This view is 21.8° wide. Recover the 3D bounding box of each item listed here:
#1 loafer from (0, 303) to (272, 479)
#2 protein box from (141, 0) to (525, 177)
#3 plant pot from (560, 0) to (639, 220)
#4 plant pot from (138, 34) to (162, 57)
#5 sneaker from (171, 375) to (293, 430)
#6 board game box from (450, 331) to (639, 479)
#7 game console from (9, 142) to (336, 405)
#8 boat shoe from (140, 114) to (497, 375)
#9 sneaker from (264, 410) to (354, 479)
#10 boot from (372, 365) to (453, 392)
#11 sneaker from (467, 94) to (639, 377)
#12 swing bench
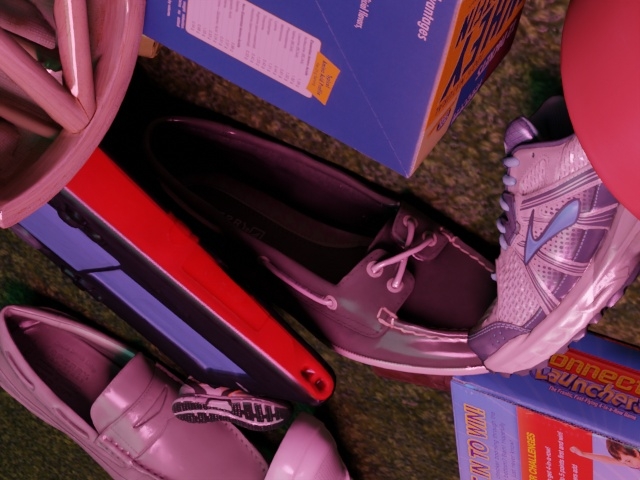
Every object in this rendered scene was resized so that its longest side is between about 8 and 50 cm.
[{"bbox_3d":[-0.179,0.162,1.552,0.319,0.112,0.111,27,153,16],"label":"loafer"},{"bbox_3d":[0.015,-0.182,0.960,0.201,0.136,0.200,29,144,12],"label":"protein box"},{"bbox_3d":[0.250,-0.108,0.752,0.275,0.275,0.243,41,157,-5],"label":"plant pot"},{"bbox_3d":[-0.146,-0.167,1.182,0.079,0.083,0.083,22,144,2],"label":"plant pot"},{"bbox_3d":[-0.078,0.143,1.503,0.109,0.043,0.040,8,133,4],"label":"sneaker"},{"bbox_3d":[0.259,0.220,1.253,0.302,0.086,0.308,19,141,25],"label":"board game box"},{"bbox_3d":[-0.167,0.008,1.296,0.342,0.060,0.386,45,167,-10],"label":"game console"},{"bbox_3d":[0.000,0.000,1.208,0.335,0.112,0.095,22,147,26],"label":"boat shoe"},{"bbox_3d":[0.036,0.264,1.497,0.169,0.108,0.292,24,153,16],"label":"sneaker"},{"bbox_3d":[0.082,0.084,1.302,0.114,0.037,0.106,20,140,31],"label":"boot"},{"bbox_3d":[0.162,-0.027,1.045,0.122,0.110,0.283,42,132,6],"label":"sneaker"},{"bbox_3d":[-0.252,-0.178,0.986,0.253,0.165,0.254,25,149,33],"label":"swing bench"}]
